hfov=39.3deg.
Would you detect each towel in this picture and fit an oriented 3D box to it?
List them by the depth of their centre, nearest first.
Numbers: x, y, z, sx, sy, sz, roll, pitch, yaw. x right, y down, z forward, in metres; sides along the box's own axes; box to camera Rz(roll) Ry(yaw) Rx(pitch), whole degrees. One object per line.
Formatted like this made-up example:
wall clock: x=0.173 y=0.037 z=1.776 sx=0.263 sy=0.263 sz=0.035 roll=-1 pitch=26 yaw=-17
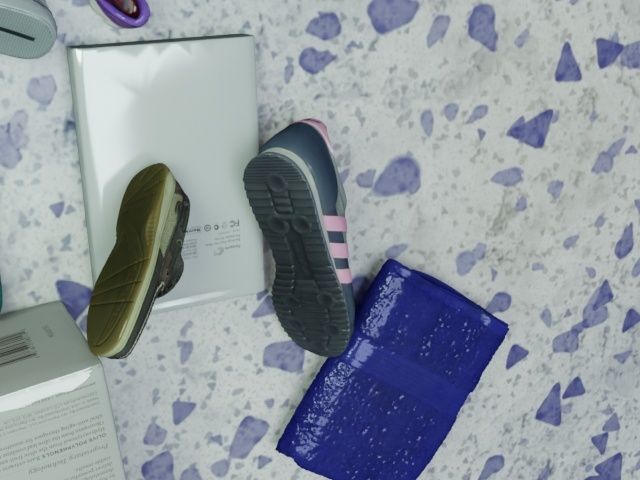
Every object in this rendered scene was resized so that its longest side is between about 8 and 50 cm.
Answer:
towel: x=0.098 y=0.194 z=1.235 sx=0.228 sy=0.076 sz=0.308 roll=30 pitch=91 yaw=-25

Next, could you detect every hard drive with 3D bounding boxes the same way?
hard drive: x=-0.166 y=-0.071 z=1.016 sx=0.203 sy=0.040 sz=0.307 roll=-11 pitch=111 yaw=-25

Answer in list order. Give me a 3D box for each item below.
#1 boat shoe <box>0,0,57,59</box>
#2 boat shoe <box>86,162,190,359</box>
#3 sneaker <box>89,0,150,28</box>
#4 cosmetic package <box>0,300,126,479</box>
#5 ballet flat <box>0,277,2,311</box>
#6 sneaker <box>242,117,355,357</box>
boat shoe: x=-0.362 y=-0.234 z=0.839 sx=0.226 sy=0.075 sz=0.083 roll=20 pitch=123 yaw=-38
boat shoe: x=-0.176 y=0.025 z=0.925 sx=0.073 sy=0.080 sz=0.223 roll=38 pitch=47 yaw=-40
sneaker: x=-0.228 y=-0.282 z=0.894 sx=0.068 sy=0.071 sz=0.170 roll=-49 pitch=121 yaw=-6
cosmetic package: x=-0.298 y=0.277 z=0.971 sx=0.155 sy=0.197 sz=0.365 roll=-17 pitch=115 yaw=-24
ballet flat: x=-0.371 y=-0.006 z=0.923 sx=0.070 sy=0.070 sz=0.188 roll=-9 pitch=109 yaw=-26
sneaker: x=0.000 y=0.000 z=1.097 sx=0.131 sy=0.112 sz=0.318 roll=-57 pitch=148 yaw=-44
